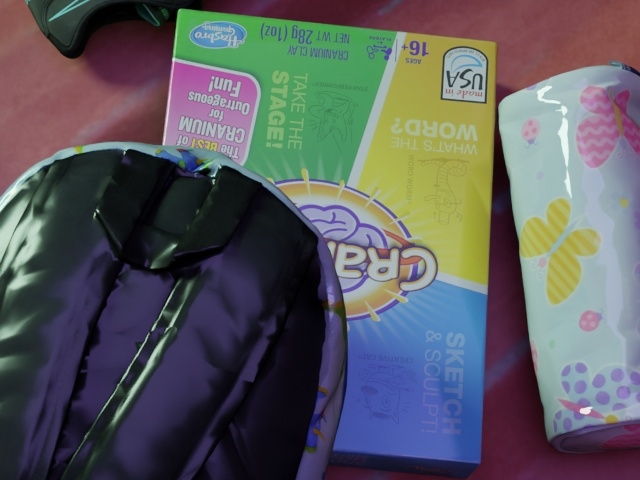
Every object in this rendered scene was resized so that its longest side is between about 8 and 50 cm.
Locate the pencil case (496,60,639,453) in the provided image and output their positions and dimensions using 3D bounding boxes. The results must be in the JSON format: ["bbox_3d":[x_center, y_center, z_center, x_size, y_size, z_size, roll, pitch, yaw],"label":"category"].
[{"bbox_3d":[0.199,0.015,1.028,0.124,0.113,0.273,15,63,-46],"label":"pencil case"}]

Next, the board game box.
[{"bbox_3d":[0.000,0.000,1.040,0.242,0.064,0.317,5,71,-3],"label":"board game box"}]

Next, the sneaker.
[{"bbox_3d":[-0.099,-0.222,1.099,0.267,0.101,0.106,-21,82,-1],"label":"sneaker"}]

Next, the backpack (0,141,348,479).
[{"bbox_3d":[-0.122,0.115,0.848,0.290,0.273,0.356,17,96,9],"label":"backpack"}]
